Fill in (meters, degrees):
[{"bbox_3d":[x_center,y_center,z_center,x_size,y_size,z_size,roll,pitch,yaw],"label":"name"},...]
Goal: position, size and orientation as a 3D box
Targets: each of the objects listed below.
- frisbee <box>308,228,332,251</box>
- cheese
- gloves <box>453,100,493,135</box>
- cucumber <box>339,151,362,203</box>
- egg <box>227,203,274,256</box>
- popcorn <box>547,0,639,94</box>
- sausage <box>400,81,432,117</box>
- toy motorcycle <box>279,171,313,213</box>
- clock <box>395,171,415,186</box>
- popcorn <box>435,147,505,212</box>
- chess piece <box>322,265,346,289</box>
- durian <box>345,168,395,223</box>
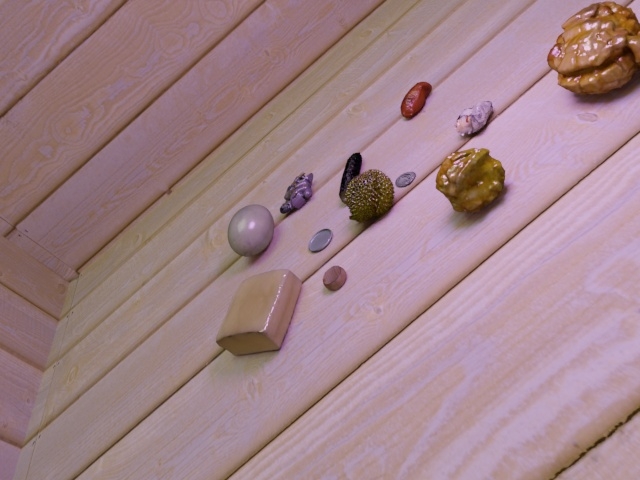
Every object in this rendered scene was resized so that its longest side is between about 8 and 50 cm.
[{"bbox_3d":[0.000,0.000,1.796,0.110,0.014,0.110,-29,34,22],"label":"frisbee"},{"bbox_3d":[-0.206,0.240,1.633,0.242,0.124,0.266,-14,42,33],"label":"cheese"},{"bbox_3d":[0.531,-0.426,1.668,0.114,0.070,0.153,-12,35,52],"label":"gloves"},{"bbox_3d":[0.125,-0.263,1.928,0.072,0.072,0.300,-22,35,30],"label":"cucumber"},{"bbox_3d":[-0.288,-0.045,2.007,0.186,0.186,0.253,-17,42,36],"label":"egg"},{"bbox_3d":[0.804,-0.533,1.360,0.265,0.225,0.332,-42,42,-8],"label":"popcorn"},{"bbox_3d":[0.395,-0.589,2.004,0.179,0.089,0.089,-53,33,-14],"label":"sausage"},{"bbox_3d":[-0.090,-0.210,2.099,0.152,0.073,0.225,-7,47,42],"label":"toy motorcycle"},{"bbox_3d":[0.303,-0.221,1.728,0.083,0.010,0.074,9,58,53],"label":"clock"},{"bbox_3d":[0.423,-0.175,1.383,0.197,0.197,0.155,-48,16,-9],"label":"popcorn"},{"bbox_3d":[0.046,0.122,1.572,0.083,0.038,0.084,-28,36,23],"label":"chess piece"},{"bbox_3d":[0.166,-0.150,1.656,0.198,0.159,0.146,-46,43,1],"label":"durian"}]
